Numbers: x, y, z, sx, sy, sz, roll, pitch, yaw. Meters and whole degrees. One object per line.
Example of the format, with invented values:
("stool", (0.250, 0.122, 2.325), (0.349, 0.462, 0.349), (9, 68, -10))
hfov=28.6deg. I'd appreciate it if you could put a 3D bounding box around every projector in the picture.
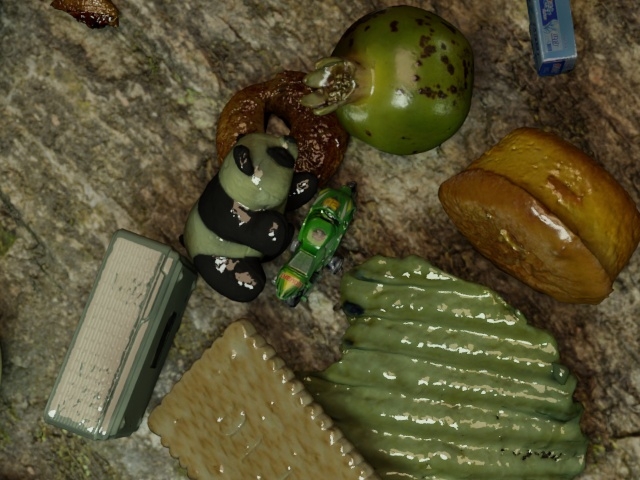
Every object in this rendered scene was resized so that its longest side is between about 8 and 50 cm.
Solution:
("projector", (-0.246, 0.126, 1.609), (0.099, 0.192, 0.256), (20, 84, 3))

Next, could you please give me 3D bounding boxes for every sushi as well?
("sushi", (-0.323, -0.320, 1.754), (0.099, 0.050, 0.047), (13, 77, 13))

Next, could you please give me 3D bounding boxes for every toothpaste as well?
("toothpaste", (0.300, -0.362, 1.697), (0.053, 0.066, 0.272), (-7, 80, 5))

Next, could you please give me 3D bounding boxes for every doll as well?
("doll", (-0.092, -0.035, 1.603), (0.135, 0.234, 0.143), (30, 40, -3))

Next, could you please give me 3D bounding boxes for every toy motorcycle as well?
("toy motorcycle", (0.000, 0.000, 1.648), (0.074, 0.106, 0.190), (28, 83, 9))

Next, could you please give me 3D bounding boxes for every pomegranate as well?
("pomegranate", (0.084, -0.194, 1.618), (0.246, 0.198, 0.198), (-37, 79, -26))

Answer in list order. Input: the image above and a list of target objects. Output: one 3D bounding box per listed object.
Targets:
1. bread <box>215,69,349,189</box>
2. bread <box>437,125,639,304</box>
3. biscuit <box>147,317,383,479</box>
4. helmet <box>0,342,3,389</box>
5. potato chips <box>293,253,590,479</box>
("bread", (-0.052, -0.140, 1.698), (0.193, 0.064, 0.193), (-1, 78, 7))
("bread", (0.279, -0.024, 1.558), (0.268, 0.268, 0.145), (39, 80, 10))
("biscuit", (-0.065, 0.279, 1.599), (0.325, 0.044, 0.217), (47, 107, 18))
("helmet", (-0.510, 0.199, 1.645), (0.204, 0.137, 0.257), (28, 77, 9))
("potato chips", (0.148, 0.229, 1.597), (0.389, 0.097, 0.373), (29, 102, 6))
